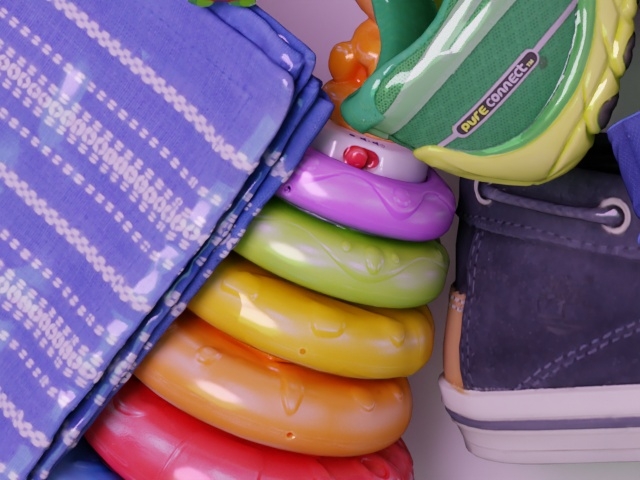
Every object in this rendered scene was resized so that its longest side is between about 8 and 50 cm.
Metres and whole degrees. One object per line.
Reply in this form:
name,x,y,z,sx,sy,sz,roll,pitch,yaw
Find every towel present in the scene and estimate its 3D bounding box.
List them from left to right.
towel,-0.179,-0.007,0.802,0.243,0.040,0.336,40,98,14

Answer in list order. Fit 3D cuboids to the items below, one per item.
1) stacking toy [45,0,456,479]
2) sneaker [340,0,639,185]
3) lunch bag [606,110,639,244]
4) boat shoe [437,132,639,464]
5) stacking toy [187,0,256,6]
stacking toy,0.000,0.000,0.835,0.175,0.166,0.302,20,106,-6
sneaker,0.056,-0.171,0.727,0.123,0.109,0.295,4,77,-15
lunch bag,0.156,-0.024,0.691,0.098,0.067,0.065,-31,70,31
boat shoe,0.270,-0.007,0.756,0.500,0.187,0.156,-7,94,30
stacking toy,-0.112,-0.176,0.759,0.221,0.052,0.167,2,59,-7
